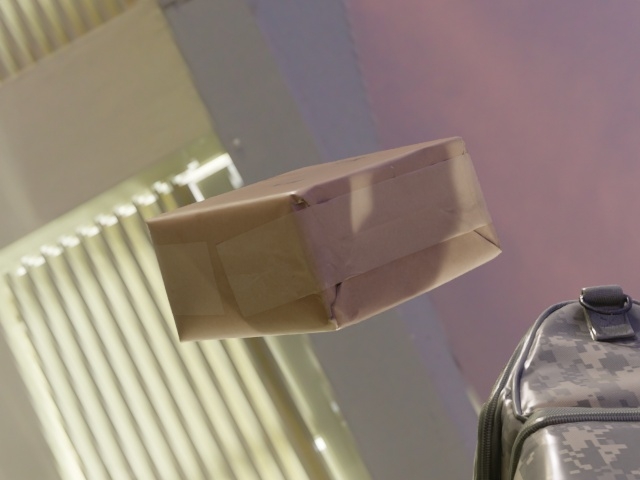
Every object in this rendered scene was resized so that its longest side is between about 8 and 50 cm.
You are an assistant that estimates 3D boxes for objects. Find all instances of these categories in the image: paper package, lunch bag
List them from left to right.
[{"bbox_3d":[0.000,0.000,1.703,0.325,0.309,0.168,-10,-82,50],"label":"paper package"},{"bbox_3d":[0.213,0.218,0.977,0.256,0.212,0.305,-89,177,-61],"label":"lunch bag"}]
